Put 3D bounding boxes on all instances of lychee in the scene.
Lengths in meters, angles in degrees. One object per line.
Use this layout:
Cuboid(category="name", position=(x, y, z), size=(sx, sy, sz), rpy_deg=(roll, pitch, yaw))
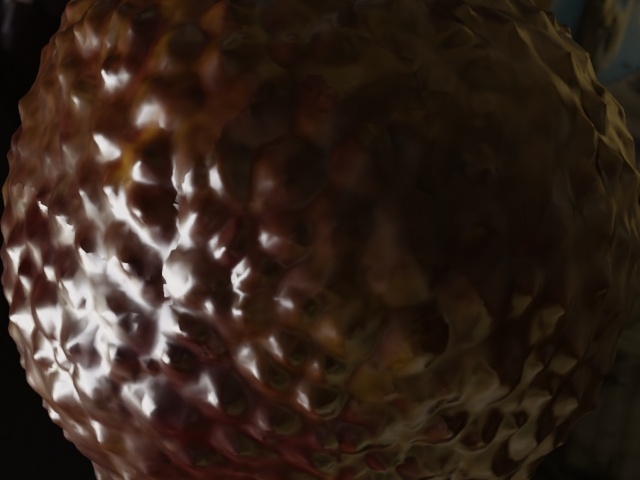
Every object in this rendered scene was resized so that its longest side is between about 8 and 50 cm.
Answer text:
Cuboid(category="lychee", position=(0.000, 0.000, 0.641), size=(0.260, 0.260, 0.260), rpy_deg=(15, -90, -88))
